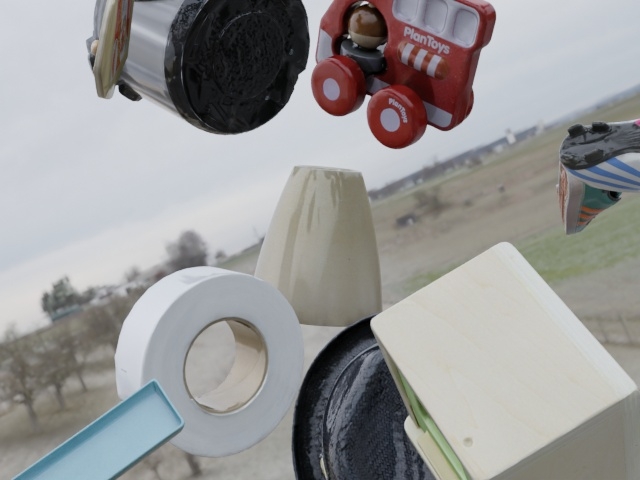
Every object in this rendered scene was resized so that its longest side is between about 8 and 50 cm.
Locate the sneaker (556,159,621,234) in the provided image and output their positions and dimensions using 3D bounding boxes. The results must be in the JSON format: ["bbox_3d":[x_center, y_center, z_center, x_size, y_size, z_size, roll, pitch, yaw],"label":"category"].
[{"bbox_3d":[0.526,-0.088,1.820,0.121,0.108,0.302,-10,-17,8],"label":"sneaker"}]

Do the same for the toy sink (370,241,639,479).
[{"bbox_3d":[0.144,0.145,0.718,0.131,0.152,0.234,-30,-39,-4],"label":"toy sink"}]

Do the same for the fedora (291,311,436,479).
[{"bbox_3d":[0.099,0.240,1.099,0.334,0.333,0.152,-25,-14,6],"label":"fedora"}]

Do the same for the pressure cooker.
[{"bbox_3d":[-0.281,-0.448,2.024,0.370,0.375,0.420,6,19,-47],"label":"pressure cooker"}]

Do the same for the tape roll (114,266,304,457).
[{"bbox_3d":[-0.168,0.184,1.449,0.286,0.286,0.100,-26,20,-31],"label":"tape roll"}]

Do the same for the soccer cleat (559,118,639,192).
[{"bbox_3d":[0.537,-0.136,1.475,0.331,0.143,0.116,3,67,50],"label":"soccer cleat"}]

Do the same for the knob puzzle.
[{"bbox_3d":[-0.272,-0.268,1.203,0.030,0.213,0.213,12,-3,-6],"label":"knob puzzle"}]

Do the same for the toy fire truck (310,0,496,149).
[{"bbox_3d":[0.125,-0.308,1.497,0.169,0.302,0.253,-27,-41,-42],"label":"toy fire truck"}]

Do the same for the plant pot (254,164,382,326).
[{"bbox_3d":[0.000,0.000,1.759,0.257,0.273,0.256,4,7,-1],"label":"plant pot"}]

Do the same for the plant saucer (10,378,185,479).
[{"bbox_3d":[-0.216,0.208,0.869,0.192,0.067,0.018,-35,-41,-11],"label":"plant saucer"}]
